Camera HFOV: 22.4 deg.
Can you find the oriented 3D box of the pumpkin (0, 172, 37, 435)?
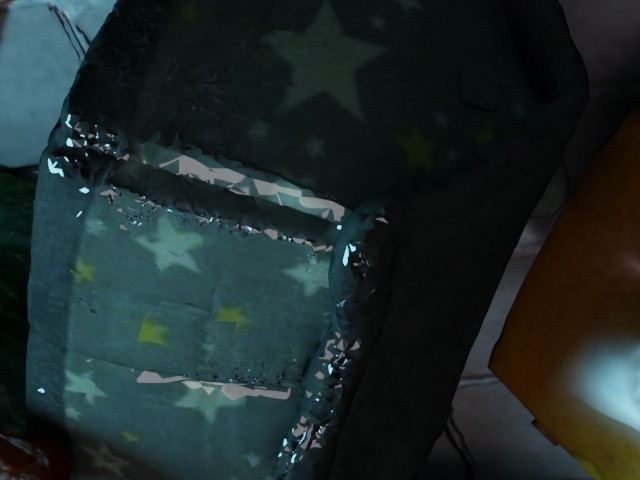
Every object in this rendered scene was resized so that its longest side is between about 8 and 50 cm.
[{"bbox_3d":[-0.184,0.120,0.738,0.293,0.197,0.263,7,139,9],"label":"pumpkin"}]

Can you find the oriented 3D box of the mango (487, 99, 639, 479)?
[{"bbox_3d":[0.188,0.019,0.583,0.136,0.166,0.236,-7,130,-45],"label":"mango"}]

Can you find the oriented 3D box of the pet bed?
[{"bbox_3d":[0.000,0.000,0.582,0.159,0.183,0.211,18,136,5],"label":"pet bed"}]

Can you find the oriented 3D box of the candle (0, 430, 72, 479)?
[{"bbox_3d":[-0.238,0.066,0.610,0.329,0.048,0.051,8,105,21],"label":"candle"}]

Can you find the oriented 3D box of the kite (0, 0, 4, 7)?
[{"bbox_3d":[-0.135,-0.126,0.601,0.189,0.009,0.232,23,136,-11],"label":"kite"}]
